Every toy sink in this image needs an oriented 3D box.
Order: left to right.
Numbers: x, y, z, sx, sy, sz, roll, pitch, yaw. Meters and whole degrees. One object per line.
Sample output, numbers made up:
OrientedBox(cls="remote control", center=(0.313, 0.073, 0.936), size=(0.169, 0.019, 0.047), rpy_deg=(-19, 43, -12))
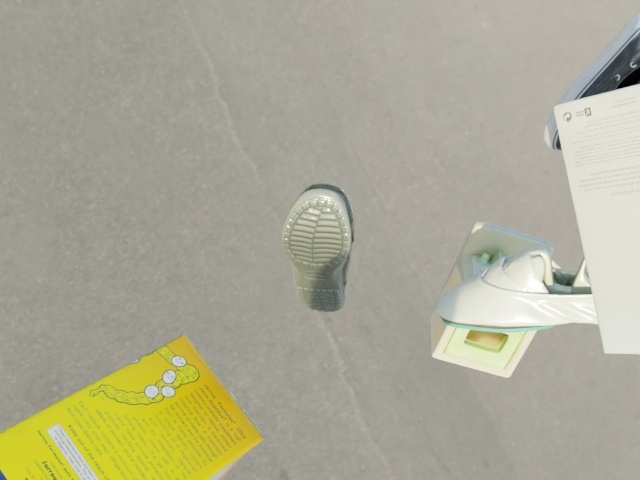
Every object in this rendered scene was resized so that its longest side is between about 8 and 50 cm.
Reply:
OrientedBox(cls="toy sink", center=(0.305, 0.110, 1.543), size=(0.152, 0.234, 0.131), rpy_deg=(16, 36, -6))

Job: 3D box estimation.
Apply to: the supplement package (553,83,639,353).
OrientedBox(cls="supplement package", center=(0.394, -0.038, 0.870), size=(0.198, 0.199, 0.263), rpy_deg=(-16, 95, -39))

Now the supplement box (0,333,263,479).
OrientedBox(cls="supplement box", center=(-0.289, 0.312, 1.169), size=(0.195, 0.194, 0.356), rpy_deg=(51, 43, 12))

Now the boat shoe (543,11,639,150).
OrientedBox(cls="boat shoe", center=(0.395, -0.199, 1.171), size=(0.080, 0.228, 0.076), rpy_deg=(5, 41, -49))

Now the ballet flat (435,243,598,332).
OrientedBox(cls="ballet flat", center=(0.372, 0.065, 1.304), size=(0.139, 0.400, 0.139), rpy_deg=(2, 90, -73))

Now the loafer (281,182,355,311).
OrientedBox(cls="loafer", center=(0.000, 0.000, 1.189), size=(0.094, 0.251, 0.087), rpy_deg=(9, 54, 4))
